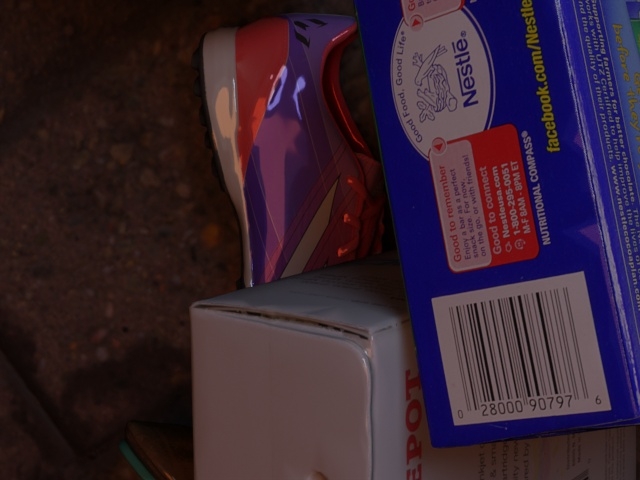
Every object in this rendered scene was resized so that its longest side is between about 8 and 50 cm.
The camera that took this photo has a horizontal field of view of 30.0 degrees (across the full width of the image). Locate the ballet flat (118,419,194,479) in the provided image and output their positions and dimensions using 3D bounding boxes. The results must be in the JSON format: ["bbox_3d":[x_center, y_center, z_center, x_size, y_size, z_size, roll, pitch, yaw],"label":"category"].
[{"bbox_3d":[0.000,0.240,0.875,0.124,0.116,0.342,-38,90,-5],"label":"ballet flat"}]

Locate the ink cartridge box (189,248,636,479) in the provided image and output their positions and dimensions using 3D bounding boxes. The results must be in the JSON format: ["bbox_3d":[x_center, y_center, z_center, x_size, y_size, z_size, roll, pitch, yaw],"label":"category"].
[{"bbox_3d":[0.072,0.121,0.720,0.131,0.306,0.226,7,102,40],"label":"ink cartridge box"}]

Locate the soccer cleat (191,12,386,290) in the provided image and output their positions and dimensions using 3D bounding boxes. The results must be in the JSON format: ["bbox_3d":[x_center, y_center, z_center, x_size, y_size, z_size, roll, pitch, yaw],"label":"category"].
[{"bbox_3d":[0.000,0.000,0.831,0.116,0.108,0.318,-11,94,10],"label":"soccer cleat"}]

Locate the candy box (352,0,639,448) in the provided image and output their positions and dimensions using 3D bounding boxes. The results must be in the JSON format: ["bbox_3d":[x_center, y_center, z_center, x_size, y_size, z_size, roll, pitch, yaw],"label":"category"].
[{"bbox_3d":[0.168,-0.049,0.649,0.122,0.317,0.268,-13,84,40],"label":"candy box"}]
